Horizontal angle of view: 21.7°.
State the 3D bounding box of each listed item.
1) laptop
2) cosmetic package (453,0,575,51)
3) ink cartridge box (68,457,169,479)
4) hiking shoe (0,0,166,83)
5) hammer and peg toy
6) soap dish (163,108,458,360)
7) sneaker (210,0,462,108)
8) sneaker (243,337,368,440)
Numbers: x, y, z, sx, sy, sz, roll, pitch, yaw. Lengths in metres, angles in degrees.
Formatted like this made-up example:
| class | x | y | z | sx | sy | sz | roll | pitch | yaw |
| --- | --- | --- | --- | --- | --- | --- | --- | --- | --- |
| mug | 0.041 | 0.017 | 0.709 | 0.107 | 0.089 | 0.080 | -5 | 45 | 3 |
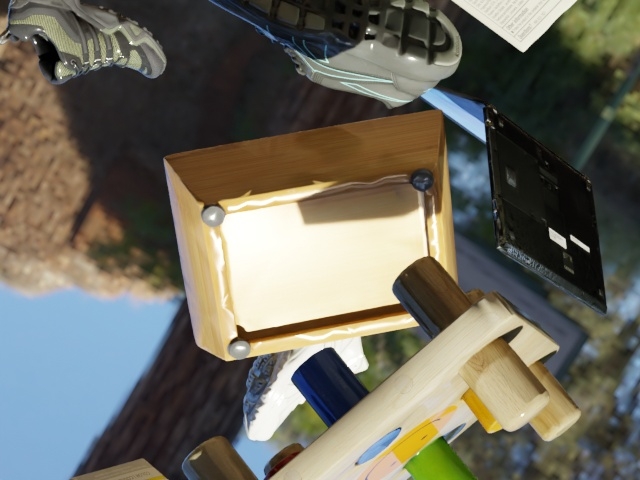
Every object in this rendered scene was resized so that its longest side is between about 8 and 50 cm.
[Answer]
| class | x | y | z | sx | sy | sz | roll | pitch | yaw |
| --- | --- | --- | --- | --- | --- | --- | --- | --- | --- |
| laptop | 0.194 | -0.055 | 1.844 | 0.234 | 0.136 | 0.264 | 28 | -129 | -47 |
| cosmetic package | 0.117 | -0.328 | 1.518 | 0.309 | 0.113 | 0.160 | 37 | 154 | -5 |
| ink cartridge box | -0.130 | 0.285 | 1.468 | 0.209 | 0.062 | 0.109 | 37 | -158 | 25 |
| hiking shoe | -0.297 | -0.239 | 2.062 | 0.227 | 0.114 | 0.086 | 27 | 173 | -34 |
| hammer and peg toy | 0.009 | 0.172 | 1.147 | 0.127 | 0.361 | 0.266 | 51 | -175 | 16 |
| soap dish | 0.000 | 0.000 | 1.714 | 0.290 | 0.229 | 0.118 | -10 | -150 | -5 |
| sneaker | -0.007 | -0.189 | 1.512 | 0.267 | 0.106 | 0.101 | 22 | -127 | -17 |
| sneaker | -0.004 | 0.144 | 1.934 | 0.115 | 0.232 | 0.090 | 27 | -168 | -21 |
